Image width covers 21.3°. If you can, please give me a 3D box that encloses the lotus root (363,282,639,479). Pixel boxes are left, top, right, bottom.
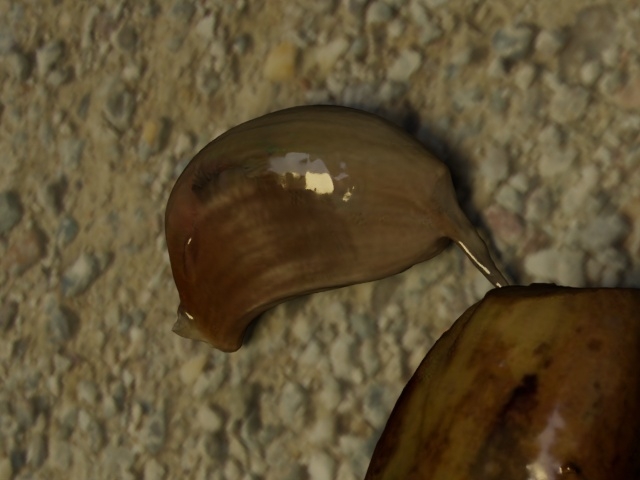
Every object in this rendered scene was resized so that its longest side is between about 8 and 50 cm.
[{"bbox_3d":[0.094,0.150,0.775,0.193,0.193,0.291,18,91,32],"label":"lotus root"}]

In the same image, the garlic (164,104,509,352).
[{"bbox_3d":[0.006,-0.010,0.912,0.198,0.090,0.128,-10,96,24],"label":"garlic"}]
